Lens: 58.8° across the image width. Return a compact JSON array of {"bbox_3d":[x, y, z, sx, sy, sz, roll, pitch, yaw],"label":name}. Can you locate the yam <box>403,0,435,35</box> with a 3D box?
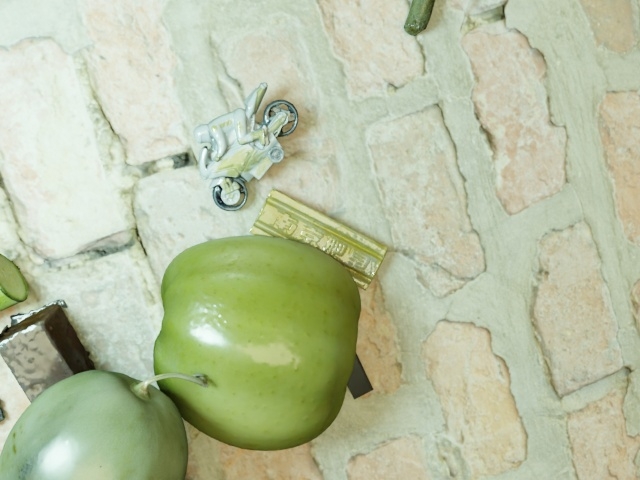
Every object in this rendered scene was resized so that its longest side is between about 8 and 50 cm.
[{"bbox_3d":[0.185,-0.426,1.039,0.043,0.043,0.094,16,91,-10],"label":"yam"}]

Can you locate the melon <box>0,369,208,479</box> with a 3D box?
[{"bbox_3d":[-0.326,0.333,0.814,0.271,0.272,0.308,9,86,-10],"label":"melon"}]

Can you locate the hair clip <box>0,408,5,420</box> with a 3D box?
[{"bbox_3d":[-0.647,0.300,0.968,0.195,0.052,0.124,-3,101,-14],"label":"hair clip"}]

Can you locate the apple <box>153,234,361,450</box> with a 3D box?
[{"bbox_3d":[-0.122,0.183,0.998,0.359,0.312,0.320,13,53,-5],"label":"apple"}]

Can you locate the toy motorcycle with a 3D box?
[{"bbox_3d":[-0.144,-0.169,0.994,0.151,0.074,0.229,33,99,-16],"label":"toy motorcycle"}]

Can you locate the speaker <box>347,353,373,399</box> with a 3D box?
[{"bbox_3d":[0.039,0.204,1.072,0.046,0.040,0.191,-26,99,-5],"label":"speaker"}]

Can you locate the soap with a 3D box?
[{"bbox_3d":[0.000,0.000,1.050,0.251,0.037,0.092,27,92,-11],"label":"soap"}]

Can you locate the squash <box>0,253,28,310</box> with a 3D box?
[{"bbox_3d":[-0.603,0.120,0.947,0.224,0.094,0.094,-35,99,2],"label":"squash"}]

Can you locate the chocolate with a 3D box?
[{"bbox_3d":[-0.432,0.264,0.967,0.111,0.112,0.321,-26,99,-9],"label":"chocolate"}]
